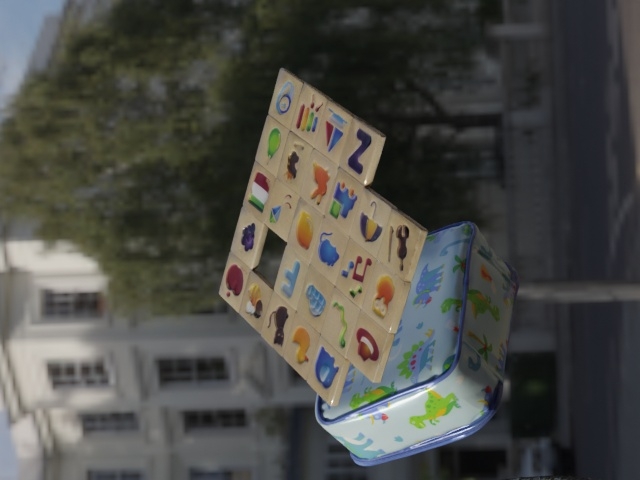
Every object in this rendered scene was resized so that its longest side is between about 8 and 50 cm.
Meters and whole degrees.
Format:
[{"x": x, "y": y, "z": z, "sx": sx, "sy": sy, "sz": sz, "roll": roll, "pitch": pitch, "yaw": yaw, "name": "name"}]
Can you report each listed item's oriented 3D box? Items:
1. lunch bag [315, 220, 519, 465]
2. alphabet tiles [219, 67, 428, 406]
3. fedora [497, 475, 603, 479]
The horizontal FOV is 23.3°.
[{"x": 0.086, "y": 0.094, "z": 1.420, "sx": 0.090, "sy": 0.176, "sz": 0.219, "roll": 48, "pitch": -146, "yaw": -28, "name": "lunch bag"}, {"x": 0.000, "y": 0.000, "z": 1.159, "sx": 0.237, "sy": 0.009, "sz": 0.198, "roll": 40, "pitch": 119, "yaw": 52, "name": "alphabet tiles"}, {"x": 0.170, "y": 0.336, "z": 1.411, "sx": 0.334, "sy": 0.334, "sz": 0.152, "roll": -62, "pitch": -44, "yaw": -79, "name": "fedora"}]
